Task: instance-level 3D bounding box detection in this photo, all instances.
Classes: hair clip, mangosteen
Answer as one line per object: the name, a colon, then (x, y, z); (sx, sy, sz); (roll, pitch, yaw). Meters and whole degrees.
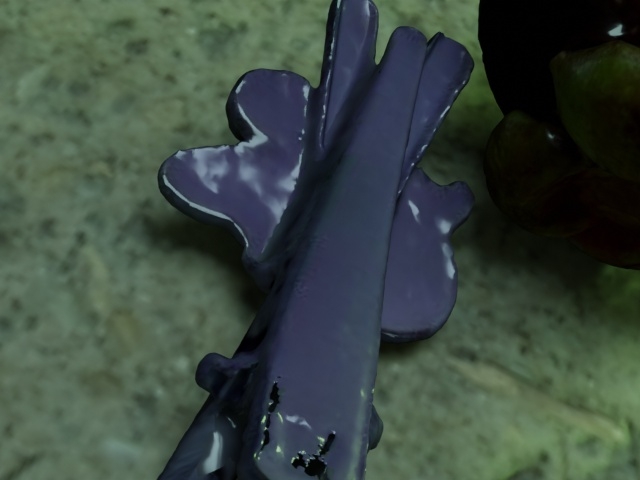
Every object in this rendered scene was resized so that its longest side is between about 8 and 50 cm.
hair clip: (-0.006, 0.011, 0.634); (0.137, 0.090, 0.278); (22, 44, -8)
mangosteen: (0.163, -0.080, 0.701); (0.210, 0.210, 0.210); (11, 50, -14)
